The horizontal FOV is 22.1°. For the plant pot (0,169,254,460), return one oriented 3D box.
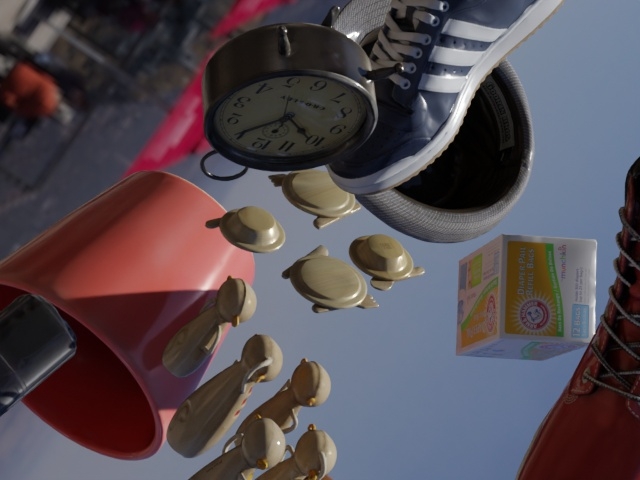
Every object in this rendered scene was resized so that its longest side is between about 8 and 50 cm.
[{"bbox_3d":[-0.219,0.067,1.835,0.243,0.275,0.275,-50,179,-33],"label":"plant pot"}]

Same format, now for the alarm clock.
[{"bbox_3d":[-0.035,-0.099,1.234,0.192,0.129,0.064,-43,-137,42],"label":"alarm clock"}]

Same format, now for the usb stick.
[{"bbox_3d":[-0.340,0.152,1.498,0.278,0.077,0.045,-42,-177,-29],"label":"usb stick"}]

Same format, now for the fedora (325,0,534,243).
[{"bbox_3d":[0.078,-0.113,1.619,0.124,0.275,0.244,-16,-119,55],"label":"fedora"}]

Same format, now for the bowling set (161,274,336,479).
[{"bbox_3d":[-0.036,0.174,1.554,0.154,0.200,0.287,-46,-148,28],"label":"bowling set"}]

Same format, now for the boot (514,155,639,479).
[{"bbox_3d":[0.168,0.054,0.898,0.244,0.088,0.176,-54,147,-21],"label":"boot"}]

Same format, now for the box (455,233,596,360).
[{"bbox_3d":[0.218,0.065,1.757,0.203,0.103,0.114,130,-37,-77],"label":"box"}]

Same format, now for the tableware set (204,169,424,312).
[{"bbox_3d":[0.000,0.000,1.337,0.141,0.168,0.020,-21,142,-42],"label":"tableware set"}]

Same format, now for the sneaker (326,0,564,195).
[{"bbox_3d":[0.083,-0.178,1.327,0.282,0.099,0.153,-49,141,-9],"label":"sneaker"}]
